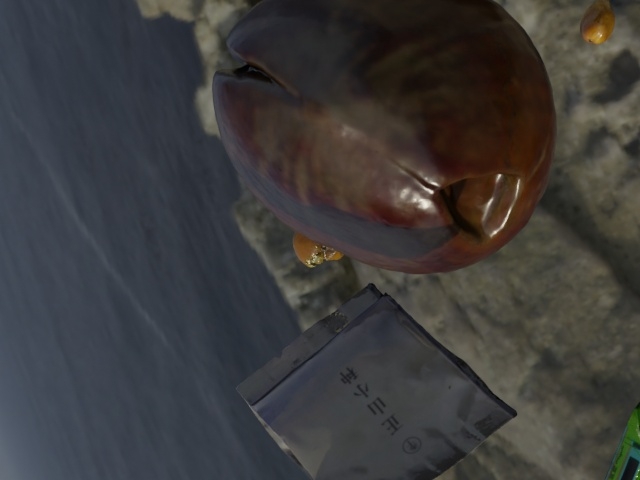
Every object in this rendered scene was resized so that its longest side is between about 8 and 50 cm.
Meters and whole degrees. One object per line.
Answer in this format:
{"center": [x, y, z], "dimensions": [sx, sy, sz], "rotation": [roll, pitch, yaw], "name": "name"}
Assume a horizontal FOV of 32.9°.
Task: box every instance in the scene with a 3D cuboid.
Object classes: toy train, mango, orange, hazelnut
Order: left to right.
{"center": [0.000, 0.000, 1.614], "dimensions": [0.062, 0.086, 0.086], "rotation": [-99, -6, -72], "name": "orange"}
{"center": [0.091, -0.162, 1.354], "dimensions": [0.429, 0.402, 0.402], "rotation": [37, 148, 23], "name": "hazelnut"}
{"center": [0.424, -0.336, 1.652], "dimensions": [0.046, 0.089, 0.060], "rotation": [33, 141, -13], "name": "mango"}
{"center": [0.379, 0.296, 1.340], "dimensions": [0.042, 0.044, 0.209], "rotation": [27, 117, 28], "name": "toy train"}

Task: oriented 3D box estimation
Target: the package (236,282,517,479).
{"center": [0.054, 0.172, 1.146], "dimensions": [0.251, 0.204, 0.062], "rotation": [42, 164, 42], "name": "package"}
